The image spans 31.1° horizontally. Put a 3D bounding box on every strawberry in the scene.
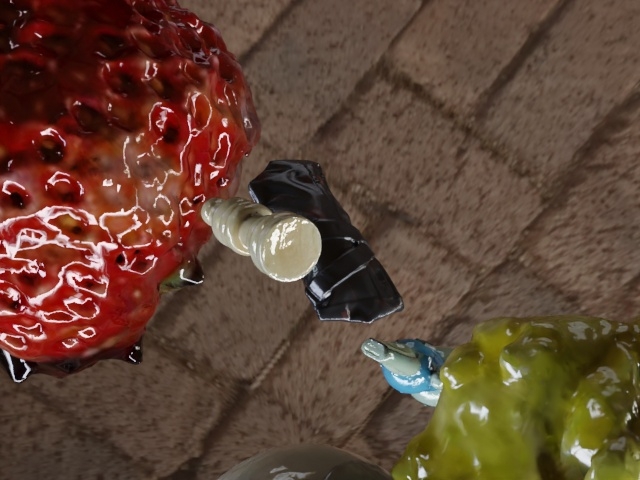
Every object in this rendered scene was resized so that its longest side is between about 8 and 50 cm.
[{"bbox_3d":[-0.193,-0.081,0.807,0.292,0.310,0.291,-10,49,12],"label":"strawberry"}]

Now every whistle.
[{"bbox_3d":[0.116,0.153,1.353,0.114,0.236,0.077,27,92,33],"label":"whistle"}]

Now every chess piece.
[{"bbox_3d":[-0.038,-0.006,0.607,0.035,0.092,0.035,-9,108,-30],"label":"chess piece"}]

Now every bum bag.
[{"bbox_3d":[0.000,-0.001,0.687,0.058,0.034,0.124,-18,59,-31],"label":"bum bag"}]

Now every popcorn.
[{"bbox_3d":[0.188,0.156,0.804,0.266,0.192,0.233,-40,63,4],"label":"popcorn"}]

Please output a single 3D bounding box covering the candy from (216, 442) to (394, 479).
[{"bbox_3d":[-0.014,0.293,0.858,0.185,0.295,0.295,-12,77,39],"label":"candy"}]
